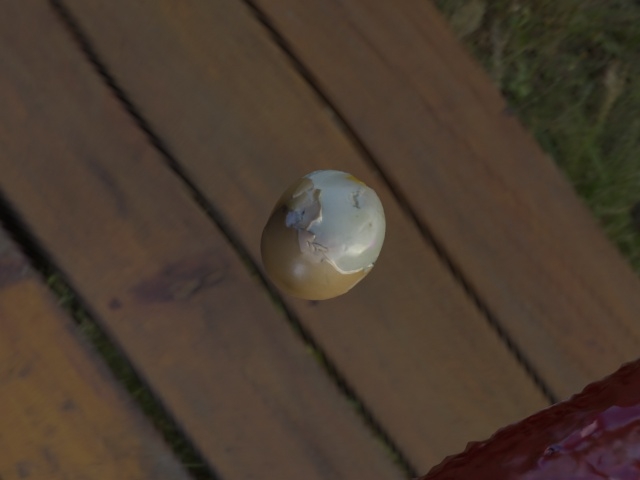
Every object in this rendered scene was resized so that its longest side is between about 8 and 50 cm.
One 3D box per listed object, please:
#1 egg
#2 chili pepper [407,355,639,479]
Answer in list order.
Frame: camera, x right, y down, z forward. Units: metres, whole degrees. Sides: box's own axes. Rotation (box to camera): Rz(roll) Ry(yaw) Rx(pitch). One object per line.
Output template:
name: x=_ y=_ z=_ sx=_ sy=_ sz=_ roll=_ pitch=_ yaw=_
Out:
egg: x=0.000 y=0.000 z=1.132 sx=0.071 sy=0.083 sz=0.071 roll=14 pitch=50 yaw=-18
chili pepper: x=0.025 y=0.067 z=0.309 sx=0.268 sy=0.050 sz=0.059 roll=-34 pitch=74 yaw=-18
